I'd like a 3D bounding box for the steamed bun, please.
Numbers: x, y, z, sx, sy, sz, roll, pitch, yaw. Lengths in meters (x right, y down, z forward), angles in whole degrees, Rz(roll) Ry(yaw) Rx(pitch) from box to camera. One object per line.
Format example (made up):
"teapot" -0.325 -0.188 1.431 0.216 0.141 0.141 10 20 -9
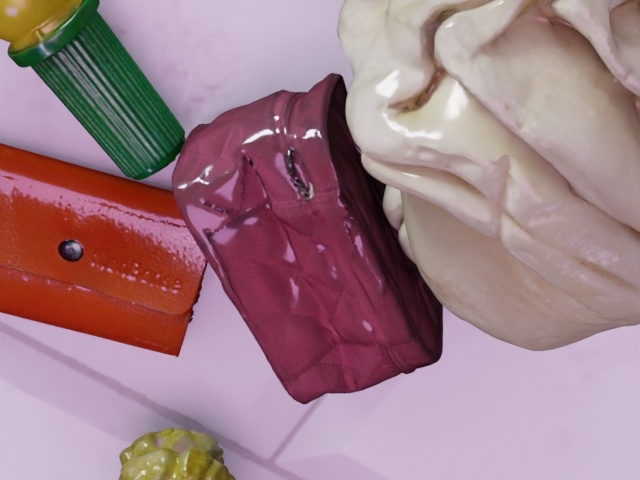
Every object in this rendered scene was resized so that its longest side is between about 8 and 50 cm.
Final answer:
"steamed bun" 0.154 -0.075 0.601 0.276 0.203 0.289 20 91 -38

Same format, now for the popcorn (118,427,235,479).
"popcorn" -0.120 0.227 0.837 0.126 0.126 0.145 -11 140 14

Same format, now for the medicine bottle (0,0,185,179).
"medicine bottle" -0.201 -0.170 0.670 0.111 0.076 0.309 -31 111 15

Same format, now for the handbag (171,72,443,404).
"handbag" 0.000 0.000 0.716 0.135 0.146 0.225 -20 115 15

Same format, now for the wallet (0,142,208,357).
"wallet" -0.189 0.009 0.774 0.204 0.045 0.142 16 114 -8
